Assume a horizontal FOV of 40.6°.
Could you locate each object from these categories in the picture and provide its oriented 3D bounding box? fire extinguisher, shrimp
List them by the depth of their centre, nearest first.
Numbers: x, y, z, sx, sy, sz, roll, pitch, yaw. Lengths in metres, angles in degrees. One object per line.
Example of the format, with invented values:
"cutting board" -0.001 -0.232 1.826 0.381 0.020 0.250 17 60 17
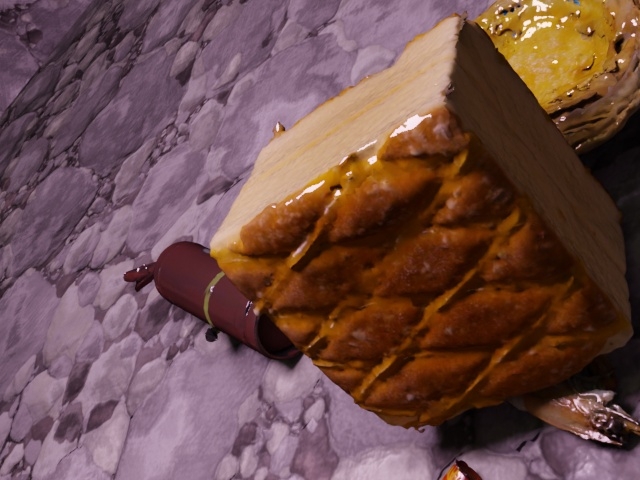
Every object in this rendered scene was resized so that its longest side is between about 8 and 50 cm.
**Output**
"shrimp" 0.227 0.127 0.771 0.099 0.041 0.180 -42 32 -10
"fire extinguisher" -0.151 0.073 1.168 0.141 0.105 0.341 -19 22 -34

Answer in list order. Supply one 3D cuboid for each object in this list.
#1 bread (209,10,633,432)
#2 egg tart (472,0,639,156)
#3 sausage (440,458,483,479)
"bread" 0.096 -0.003 0.786 0.279 0.279 0.207 -28 24 29
"egg tart" 0.244 -0.169 0.949 0.291 0.107 0.290 -26 42 26
"sausage" 0.095 0.268 0.786 0.145 0.048 0.050 -53 29 3
